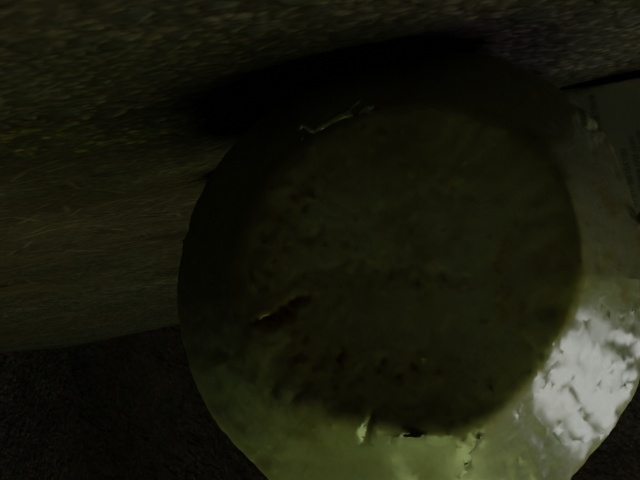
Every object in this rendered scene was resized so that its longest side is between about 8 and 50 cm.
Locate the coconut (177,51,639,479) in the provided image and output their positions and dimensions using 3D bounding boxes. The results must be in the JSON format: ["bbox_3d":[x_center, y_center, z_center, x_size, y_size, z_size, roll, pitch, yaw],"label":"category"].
[{"bbox_3d":[0.063,0.039,0.817,0.323,0.323,0.323,-10,174,-1],"label":"coconut"}]

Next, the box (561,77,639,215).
[{"bbox_3d":[0.272,-0.028,1.073,0.145,0.173,0.333,-11,174,3],"label":"box"}]
